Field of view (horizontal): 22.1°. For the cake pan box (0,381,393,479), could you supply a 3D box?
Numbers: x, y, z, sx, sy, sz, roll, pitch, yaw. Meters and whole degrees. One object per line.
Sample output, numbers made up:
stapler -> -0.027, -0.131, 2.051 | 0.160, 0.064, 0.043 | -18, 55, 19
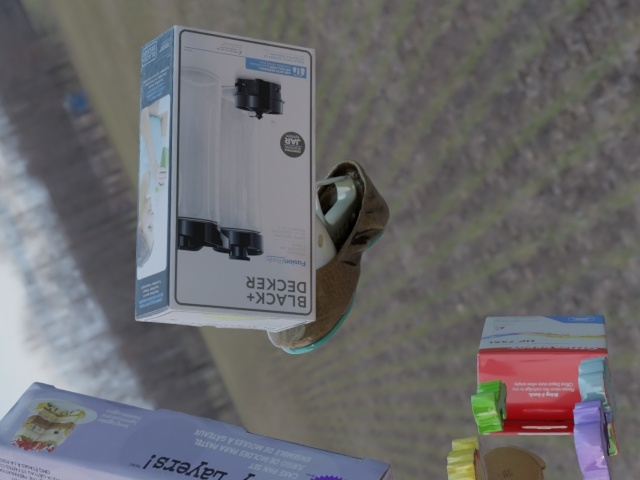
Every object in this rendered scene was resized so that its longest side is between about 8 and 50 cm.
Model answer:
cake pan box -> -0.058, 0.220, 0.994 | 0.267, 0.070, 0.245 | 10, 129, 27

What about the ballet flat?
ballet flat -> 0.000, 0.000, 1.940 | 0.342, 0.116, 0.124 | -56, -48, -56

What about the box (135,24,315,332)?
box -> -0.093, -0.058, 1.664 | 0.087, 0.169, 0.289 | -18, 68, 58

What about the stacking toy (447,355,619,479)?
stacking toy -> 0.173, 0.109, 1.042 | 0.221, 0.167, 0.052 | -56, -47, -72

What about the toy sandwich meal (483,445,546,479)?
toy sandwich meal -> 0.195, 0.249, 1.710 | 0.029, 0.086, 0.085 | 88, 159, -47

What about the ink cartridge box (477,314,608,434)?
ink cartridge box -> 0.234, 0.138, 1.713 | 0.231, 0.134, 0.078 | -49, -43, -78
